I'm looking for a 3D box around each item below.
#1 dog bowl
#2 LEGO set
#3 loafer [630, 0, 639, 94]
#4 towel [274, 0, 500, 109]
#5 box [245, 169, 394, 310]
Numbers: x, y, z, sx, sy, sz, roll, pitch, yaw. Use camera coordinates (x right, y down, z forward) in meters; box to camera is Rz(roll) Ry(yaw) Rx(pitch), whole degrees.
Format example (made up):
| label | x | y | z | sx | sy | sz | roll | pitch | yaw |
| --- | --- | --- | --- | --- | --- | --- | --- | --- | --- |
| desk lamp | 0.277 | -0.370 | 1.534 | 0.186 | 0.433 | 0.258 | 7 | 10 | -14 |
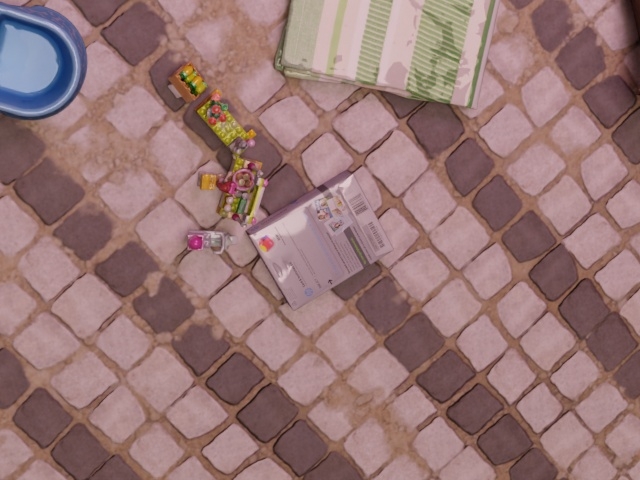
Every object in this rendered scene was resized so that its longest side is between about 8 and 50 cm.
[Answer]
| label | x | y | z | sx | sy | sz | roll | pitch | yaw |
| --- | --- | --- | --- | --- | --- | --- | --- | --- | --- |
| dog bowl | -0.467 | -0.262 | 1.787 | 0.297 | 0.074 | 0.165 | 16 | 99 | -18 |
| LEGO set | -0.141 | -0.119 | 1.894 | 0.132 | 0.107 | 0.286 | -8 | 105 | -14 |
| loafer | 0.534 | -0.388 | 2.020 | 0.130 | 0.134 | 0.365 | 11 | 91 | 9 |
| towel | 0.110 | -0.341 | 1.948 | 0.325 | 0.038 | 0.247 | 10 | 99 | -16 |
| box | 0.000 | 0.000 | 1.999 | 0.186 | 0.038 | 0.145 | -32 | 109 | -7 |
